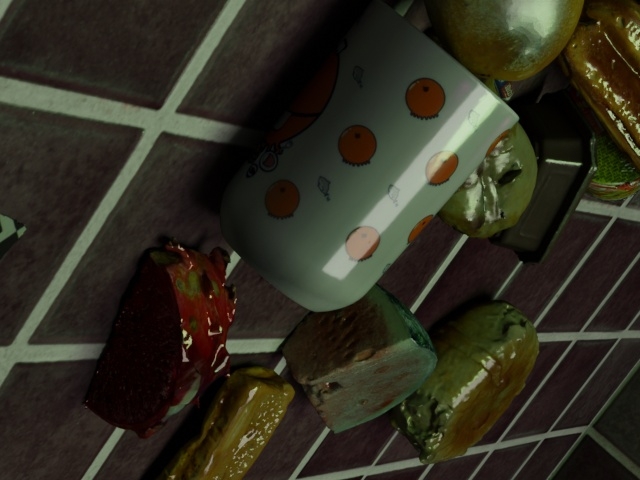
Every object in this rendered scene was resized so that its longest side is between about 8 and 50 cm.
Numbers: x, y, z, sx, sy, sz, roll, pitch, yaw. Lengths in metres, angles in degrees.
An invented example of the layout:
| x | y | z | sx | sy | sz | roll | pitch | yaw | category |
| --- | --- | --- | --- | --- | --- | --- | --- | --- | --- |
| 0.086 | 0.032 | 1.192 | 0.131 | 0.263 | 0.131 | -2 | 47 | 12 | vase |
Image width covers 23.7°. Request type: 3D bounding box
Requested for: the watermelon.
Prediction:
| x | y | z | sx | sy | sz | roll | pitch | yaw | category |
| --- | --- | --- | --- | --- | --- | --- | --- | --- | --- |
| 0.034 | 0.167 | 2.233 | 0.226 | 0.148 | 0.318 | -11 | 153 | -28 | watermelon |

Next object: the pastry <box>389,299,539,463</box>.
| x | y | z | sx | sy | sz | roll | pitch | yaw | category |
| --- | --- | --- | --- | --- | --- | --- | --- | --- | --- |
| 0.249 | 0.246 | 2.653 | 0.330 | 0.136 | 0.329 | -39 | 154 | -24 | pastry |

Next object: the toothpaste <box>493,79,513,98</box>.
| x | y | z | sx | sy | sz | roll | pitch | yaw | category |
| --- | --- | --- | --- | --- | --- | --- | --- | --- | --- |
| 0.246 | -0.226 | 2.094 | 0.037 | 0.021 | 0.140 | -48 | 154 | -6 | toothpaste |

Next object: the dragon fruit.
| x | y | z | sx | sy | sz | roll | pitch | yaw | category |
| --- | --- | --- | --- | --- | --- | --- | --- | --- | --- |
| -0.153 | 0.122 | 1.803 | 0.161 | 0.126 | 0.274 | -18 | 142 | -49 | dragon fruit |

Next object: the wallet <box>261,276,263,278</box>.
| x | y | z | sx | sy | sz | roll | pitch | yaw | category |
| --- | --- | --- | --- | --- | --- | --- | --- | --- | --- |
| 0.000 | 0.000 | 2.005 | 0.176 | 0.026 | 0.095 | -24 | 148 | -43 | wallet |

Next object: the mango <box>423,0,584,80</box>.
| x | y | z | sx | sy | sz | roll | pitch | yaw | category |
| --- | --- | --- | --- | --- | --- | --- | --- | --- | --- |
| 0.202 | -0.323 | 1.693 | 0.193 | 0.146 | 0.316 | -19 | 127 | -15 | mango |

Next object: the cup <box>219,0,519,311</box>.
| x | y | z | sx | sy | sz | roll | pitch | yaw | category |
| --- | --- | --- | --- | --- | --- | --- | --- | --- | --- |
| 0.044 | -0.083 | 1.727 | 0.317 | 0.212 | 0.212 | -51 | 156 | 6 | cup |

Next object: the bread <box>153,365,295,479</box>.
| x | y | z | sx | sy | sz | roll | pitch | yaw | category |
| --- | --- | --- | --- | --- | --- | --- | --- | --- | --- |
| -0.151 | 0.292 | 2.120 | 0.271 | 0.077 | 0.139 | -56 | 151 | 12 | bread |

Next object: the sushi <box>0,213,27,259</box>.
| x | y | z | sx | sy | sz | roll | pitch | yaw | category |
| --- | --- | --- | --- | --- | --- | --- | --- | --- | --- |
| -0.414 | 0.077 | 1.382 | 0.294 | 0.059 | 0.292 | -50 | 156 | 1 | sushi |

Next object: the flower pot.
| x | y | z | sx | sy | sz | roll | pitch | yaw | category |
| --- | --- | --- | --- | --- | --- | --- | --- | --- | --- |
| 0.297 | -0.093 | 2.230 | 0.084 | 0.179 | 0.251 | 3 | 130 | -27 | flower pot |

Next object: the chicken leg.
| x | y | z | sx | sy | sz | roll | pitch | yaw | category |
| --- | --- | --- | --- | --- | --- | --- | --- | --- | --- |
| 0.202 | -0.151 | 2.011 | 0.201 | 0.153 | 0.429 | -52 | 152 | -24 | chicken leg |

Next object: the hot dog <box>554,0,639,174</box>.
| x | y | z | sx | sy | sz | roll | pitch | yaw | category |
| --- | --- | --- | --- | --- | --- | --- | --- | --- | --- |
| 0.461 | -0.210 | 2.187 | 0.158 | 0.349 | 0.117 | -42 | -159 | 7 | hot dog |

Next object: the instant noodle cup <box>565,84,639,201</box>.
| x | y | z | sx | sy | sz | roll | pitch | yaw | category |
| --- | --- | --- | --- | --- | --- | --- | --- | --- | --- |
| 0.458 | -0.145 | 2.398 | 0.193 | 0.193 | 0.212 | -48 | 164 | -2 | instant noodle cup |
